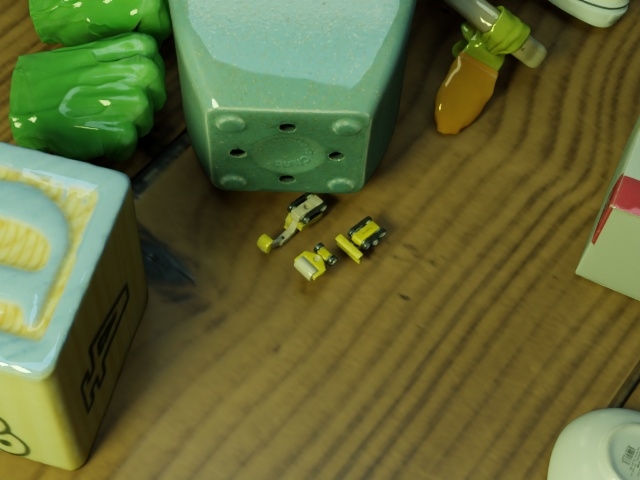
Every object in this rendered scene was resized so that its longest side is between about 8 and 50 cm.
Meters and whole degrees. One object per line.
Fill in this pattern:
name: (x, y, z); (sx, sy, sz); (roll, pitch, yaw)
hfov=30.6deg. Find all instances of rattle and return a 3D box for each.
rattle: (0.141, -0.220, 1.268); (0.130, 0.143, 0.200); (1, 34, -41)

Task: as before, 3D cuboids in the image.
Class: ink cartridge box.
ink cartridge box: (0.340, -0.042, 1.111); (0.127, 0.128, 0.176); (22, 60, 9)

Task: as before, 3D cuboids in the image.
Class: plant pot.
plant pot: (-0.027, -0.186, 1.114); (0.247, 0.247, 0.252); (1, 63, -2)

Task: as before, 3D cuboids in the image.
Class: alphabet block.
alphabet block: (-0.264, 0.051, 0.973); (0.192, 0.197, 0.193); (16, 59, 5)

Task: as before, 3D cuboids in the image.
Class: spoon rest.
spoon rest: (0.230, 0.246, 0.967); (0.137, 0.084, 0.276); (31, 48, 13)

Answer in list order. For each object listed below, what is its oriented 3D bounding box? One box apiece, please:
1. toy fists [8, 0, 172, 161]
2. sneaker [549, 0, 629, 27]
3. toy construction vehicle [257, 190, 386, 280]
toy fists: (-0.218, -0.196, 1.183); (0.142, 0.096, 0.279); (-8, 54, 12)
sneaker: (0.237, -0.338, 1.301); (0.258, 0.091, 0.094); (29, 43, 10)
toy construction vehicle: (0.000, 0.000, 1.121); (0.086, 0.035, 0.098); (39, 55, 18)
